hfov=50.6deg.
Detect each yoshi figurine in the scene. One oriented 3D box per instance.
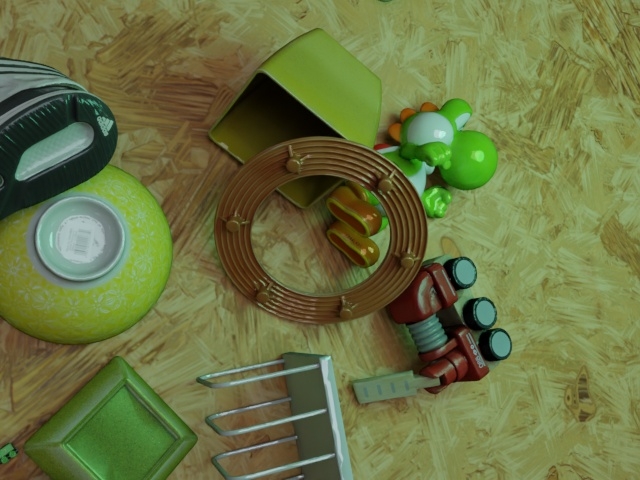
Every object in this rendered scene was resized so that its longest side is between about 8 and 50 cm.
[{"bbox_3d":[0.184,-0.106,1.188,0.362,0.203,0.203,-45,115,-23],"label":"yoshi figurine"}]

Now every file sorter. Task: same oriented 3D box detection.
[{"bbox_3d":[-0.070,0.324,1.015,0.173,0.193,0.278,-9,86,-20],"label":"file sorter"}]

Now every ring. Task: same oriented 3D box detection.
[{"bbox_3d":[0.000,0.000,1.054,0.336,0.032,0.337,0,120,0],"label":"ring"}]

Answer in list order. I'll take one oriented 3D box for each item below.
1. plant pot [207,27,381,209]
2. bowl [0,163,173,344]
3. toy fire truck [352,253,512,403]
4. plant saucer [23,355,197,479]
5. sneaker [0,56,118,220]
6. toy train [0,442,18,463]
[{"bbox_3d":[-0.021,-0.215,1.110,0.212,0.212,0.187,37,56,-13],"label":"plant pot"},{"bbox_3d":[-0.346,0.007,0.966,0.289,0.156,0.289,3,82,-21],"label":"bowl"},{"bbox_3d":[0.170,0.170,1.171,0.246,0.158,0.217,-29,94,-33],"label":"toy fire truck"},{"bbox_3d":[-0.290,0.292,0.981,0.188,0.045,0.188,49,53,-9],"label":"plant saucer"},{"bbox_3d":[-0.515,-0.105,0.890,0.447,0.257,0.169,-29,134,-22],"label":"sneaker"},{"bbox_3d":[-0.466,0.316,0.950,0.083,0.017,0.024,-35,86,-22],"label":"toy train"}]
